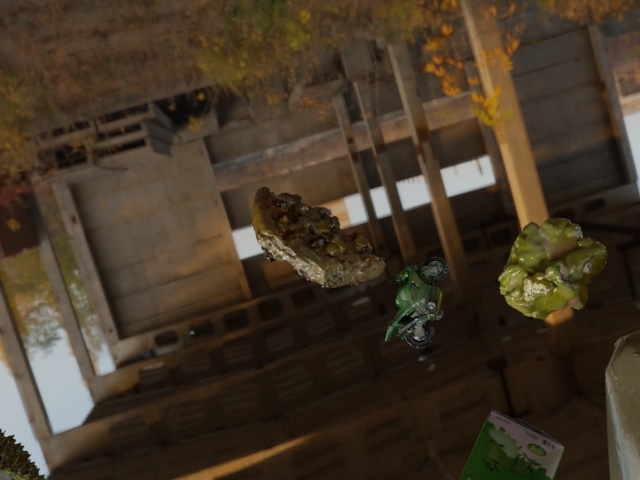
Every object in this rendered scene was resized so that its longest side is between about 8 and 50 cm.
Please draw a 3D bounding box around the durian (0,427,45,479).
[{"bbox_3d":[-0.514,0.379,1.115,0.194,0.237,0.138,-4,-151,-26],"label":"durian"}]

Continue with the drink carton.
[{"bbox_3d":[0.341,0.476,1.382,0.161,0.108,0.271,25,-127,18],"label":"drink carton"}]

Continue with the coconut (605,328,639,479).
[{"bbox_3d":[0.511,0.230,0.946,0.323,0.322,0.323,-16,-174,2],"label":"coconut"}]

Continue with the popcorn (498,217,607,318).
[{"bbox_3d":[0.322,0.042,1.030,0.145,0.125,0.126,-41,-132,-11],"label":"popcorn"}]

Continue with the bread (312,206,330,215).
[{"bbox_3d":[-0.017,-0.027,1.136,0.036,0.046,0.083,16,171,-30],"label":"bread"}]

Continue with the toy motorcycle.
[{"bbox_3d":[0.192,0.119,1.469,0.106,0.190,0.074,10,167,21],"label":"toy motorcycle"}]

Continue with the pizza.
[{"bbox_3d":[0.000,0.000,1.038,0.069,0.226,0.147,-56,-174,26],"label":"pizza"}]
